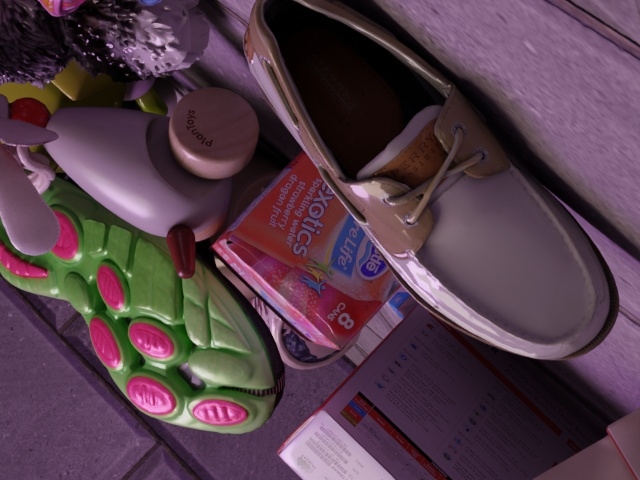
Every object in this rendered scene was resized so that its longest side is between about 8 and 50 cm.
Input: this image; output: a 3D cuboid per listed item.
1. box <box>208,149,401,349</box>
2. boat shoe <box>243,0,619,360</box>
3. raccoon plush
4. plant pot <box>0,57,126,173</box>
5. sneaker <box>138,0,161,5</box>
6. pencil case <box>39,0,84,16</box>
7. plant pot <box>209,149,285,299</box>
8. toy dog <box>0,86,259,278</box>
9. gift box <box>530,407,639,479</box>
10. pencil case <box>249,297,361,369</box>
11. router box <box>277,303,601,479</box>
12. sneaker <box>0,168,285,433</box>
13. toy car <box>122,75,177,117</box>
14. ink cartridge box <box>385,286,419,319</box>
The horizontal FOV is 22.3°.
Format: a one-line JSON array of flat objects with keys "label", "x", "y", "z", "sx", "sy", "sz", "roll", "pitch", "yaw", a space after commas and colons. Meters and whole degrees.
[{"label": "box", "x": 0.000, "y": 0.000, "z": 1.510, "sx": 0.142, "sy": 0.154, "sz": 0.300, "roll": 45, "pitch": 173, "yaw": -3}, {"label": "boat shoe", "x": 0.059, "y": -0.041, "z": 1.008, "sx": 0.302, "sy": 0.113, "sz": 0.103, "roll": 43, "pitch": 180, "yaw": 15}, {"label": "raccoon plush", "x": -0.351, "y": -0.243, "z": 1.481, "sx": 0.299, "sy": 0.216, "sz": 0.446, "roll": -7, "pitch": -174, "yaw": -42}, {"label": "plant pot", "x": -0.351, "y": -0.206, "z": 1.937, "sx": 0.228, "sy": 0.207, "sz": 0.227, "roll": 45, "pitch": -153, "yaw": 4}, {"label": "sneaker", "x": -0.129, "y": -0.227, "z": 1.293, "sx": 0.059, "sy": 0.053, "sz": 0.144, "roll": 45, "pitch": 166, "yaw": -14}, {"label": "pencil case", "x": -0.274, "y": -0.315, "z": 1.323, "sx": 0.284, "sy": 0.124, "sz": 0.124, "roll": 45, "pitch": 174, "yaw": 1}, {"label": "plant pot", "x": -0.126, "y": -0.023, "z": 1.963, "sx": 0.256, "sy": 0.256, "sz": 0.274, "roll": 47, "pitch": 157, "yaw": -26}, {"label": "toy dog", "x": -0.219, "y": -0.050, "z": 1.485, "sx": 0.334, "sy": 0.161, "sz": 0.220, "roll": -1, "pitch": 147, "yaw": 11}, {"label": "gift box", "x": 0.258, "y": 0.283, "z": 1.313, "sx": 0.276, "sy": 0.258, "sz": 0.255, "roll": 64, "pitch": -172, "yaw": 32}, {"label": "pencil case", "x": -0.095, "y": 0.022, "z": 2.259, "sx": 0.184, "sy": 0.159, "sz": 0.410, "roll": 14, "pitch": -164, "yaw": -40}, {"label": "router box", "x": 0.161, "y": 0.238, "z": 1.619, "sx": 0.335, "sy": 0.082, "sz": 0.301, "roll": 44, "pitch": -147, "yaw": 4}, {"label": "sneaker", "x": -0.171, "y": 0.037, "z": 1.729, "sx": 0.202, "sy": 0.185, "sz": 0.483, "roll": -4, "pitch": -151, "yaw": -38}, {"label": "toy car", "x": -0.283, "y": -0.200, "z": 2.105, "sx": 0.182, "sy": 0.136, "sz": 0.159, "roll": 42, "pitch": 174, "yaw": 18}, {"label": "ink cartridge box", "x": 0.082, "y": 0.048, "z": 1.797, "sx": 0.083, "sy": 0.048, "sz": 0.028, "roll": 37, "pitch": 171, "yaw": 47}]
